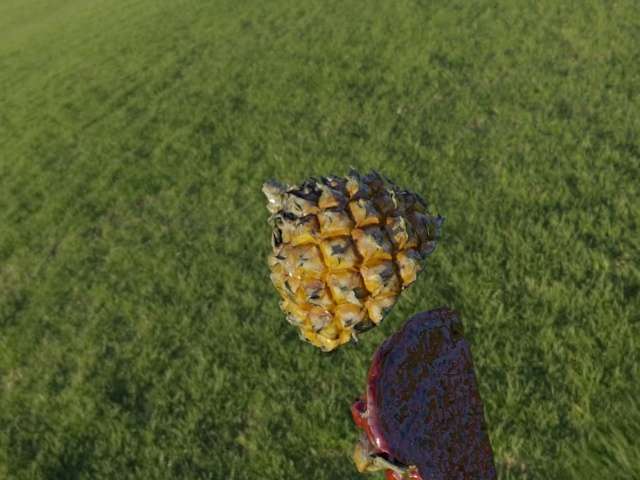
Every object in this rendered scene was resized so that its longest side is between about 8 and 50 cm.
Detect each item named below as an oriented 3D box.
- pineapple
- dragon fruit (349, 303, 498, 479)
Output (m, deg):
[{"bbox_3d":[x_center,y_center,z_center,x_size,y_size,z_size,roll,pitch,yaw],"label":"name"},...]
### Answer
[{"bbox_3d":[0.002,-0.003,0.572,0.161,0.137,0.176,-50,7,7],"label":"pineapple"},{"bbox_3d":[0.118,0.258,0.961,0.152,0.205,0.317,-37,51,47],"label":"dragon fruit"}]
